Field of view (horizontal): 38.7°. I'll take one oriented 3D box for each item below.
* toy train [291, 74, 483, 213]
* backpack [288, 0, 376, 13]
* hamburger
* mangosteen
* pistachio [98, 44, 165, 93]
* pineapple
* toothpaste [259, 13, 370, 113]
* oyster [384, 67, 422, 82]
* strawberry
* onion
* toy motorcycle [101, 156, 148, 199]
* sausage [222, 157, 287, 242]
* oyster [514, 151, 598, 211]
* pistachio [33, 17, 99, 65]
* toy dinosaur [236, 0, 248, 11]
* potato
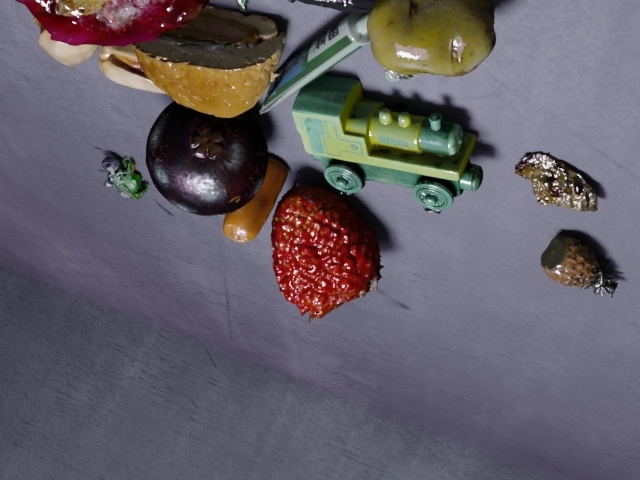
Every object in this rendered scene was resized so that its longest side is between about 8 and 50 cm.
[{"bbox_3d":[0.140,-0.191,1.799,0.369,0.150,0.237,13,146,24],"label":"toy train"},{"bbox_3d":[0.029,-0.431,1.470,0.165,0.106,0.120,13,135,-11],"label":"backpack"},{"bbox_3d":[-0.208,-0.340,1.808,0.330,0.162,0.209,10,150,21],"label":"hamburger"},{"bbox_3d":[-0.250,-0.188,2.029,0.288,0.288,0.288,21,155,10],"label":"mangosteen"},{"bbox_3d":[-0.377,-0.382,1.955,0.200,0.117,0.145,15,-168,7],"label":"pistachio"},{"bbox_3d":[0.562,0.066,1.947,0.198,0.108,0.108,29,157,-26],"label":"pineapple"},{"bbox_3d":[-0.009,-0.341,1.711,0.061,0.099,0.392,30,153,-24],"label":"toothpaste"},{"bbox_3d":[0.162,-0.334,1.584,0.125,0.064,0.177,22,154,18],"label":"oyster"},{"bbox_3d":[-0.001,-0.001,2.220,0.292,0.292,0.343,3,123,41],"label":"strawberry"},{"bbox_3d":[-0.343,-0.532,1.447,0.398,0.398,0.420,53,-174,-45],"label":"onion"},{"bbox_3d":[-0.548,-0.171,2.583,0.106,0.074,0.190,9,151,14],"label":"toy motorcycle"},{"bbox_3d":[-0.155,-0.098,2.139,0.098,0.238,0.098,19,152,11],"label":"sausage"},{"bbox_3d":[0.457,-0.105,1.765,0.177,0.056,0.105,33,147,-4],"label":"oyster"},{"bbox_3d":[-0.525,-0.451,1.931,0.157,0.157,0.229,32,167,-13],"label":"pistachio"},{"bbox_3d":[-0.375,-0.534,1.695,0.301,0.087,0.447,-19,126,42],"label":"toy dinosaur"},{"bbox_3d":[0.174,-0.338,1.429,0.200,0.154,0.137,1,150,12],"label":"potato"}]
